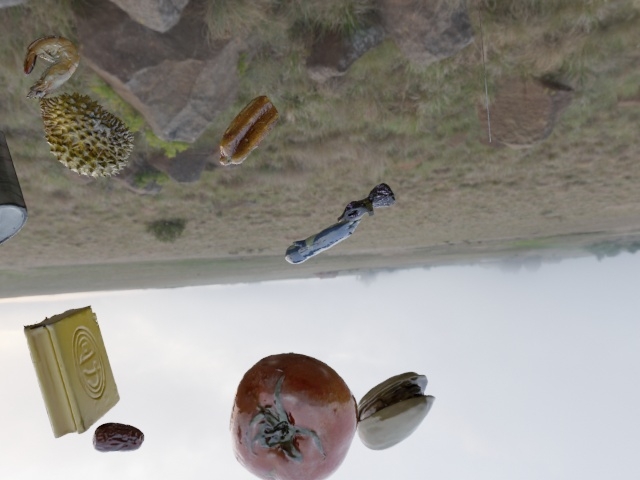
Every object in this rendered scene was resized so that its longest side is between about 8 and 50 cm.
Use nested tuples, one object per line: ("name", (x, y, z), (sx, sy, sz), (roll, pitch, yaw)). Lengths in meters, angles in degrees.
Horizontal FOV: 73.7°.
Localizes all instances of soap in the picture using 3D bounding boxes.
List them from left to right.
("soap", (-0.697, 0.359, 1.218), (0.096, 0.324, 0.204), (-12, -174, 5))

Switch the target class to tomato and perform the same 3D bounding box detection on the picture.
("tomato", (-0.054, 0.315, 0.722), (0.237, 0.236, 0.095), (-5, -175, 9))

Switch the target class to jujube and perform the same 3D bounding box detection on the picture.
("jujube", (-0.538, 0.527, 1.139), (0.129, 0.077, 0.077), (18, 168, -20))

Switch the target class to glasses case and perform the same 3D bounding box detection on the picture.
("glasses case", (-0.558, -0.096, 0.700), (0.114, 0.299, 0.060), (-36, 141, -12))

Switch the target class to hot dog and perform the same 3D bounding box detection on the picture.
("hot dog", (-0.118, -0.176, 0.689), (0.038, 0.144, 0.062), (3, 142, 42))

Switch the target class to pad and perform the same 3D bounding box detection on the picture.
("pad", (0.334, -0.343, 0.868), (0.002, 0.266, 0.176), (-5, 143, 23))

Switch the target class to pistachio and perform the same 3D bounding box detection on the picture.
("pistachio", (0.158, 0.370, 0.924), (0.206, 0.129, 0.131), (-42, 130, 20))

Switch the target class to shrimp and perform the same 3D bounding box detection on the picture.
("shrimp", (-0.864, -0.546, 1.343), (0.133, 0.236, 0.053), (37, 164, -33))

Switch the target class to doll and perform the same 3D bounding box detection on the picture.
("doll", (0.000, 0.000, 0.533), (0.125, 0.027, 0.037), (-29, 169, 39))

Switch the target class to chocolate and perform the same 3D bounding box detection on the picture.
("chocolate", (0.110, -0.079, 1.036), (0.147, 0.072, 0.070), (-37, -136, -16))

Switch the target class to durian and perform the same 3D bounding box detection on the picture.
("durian", (-0.596, -0.271, 1.126), (0.138, 0.183, 0.250), (-7, 154, 26))
